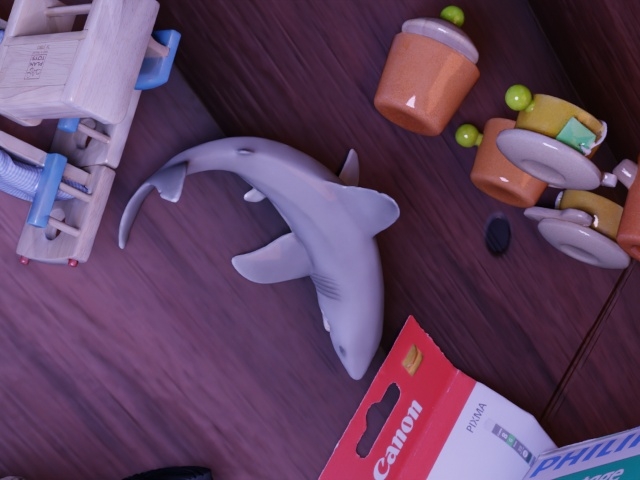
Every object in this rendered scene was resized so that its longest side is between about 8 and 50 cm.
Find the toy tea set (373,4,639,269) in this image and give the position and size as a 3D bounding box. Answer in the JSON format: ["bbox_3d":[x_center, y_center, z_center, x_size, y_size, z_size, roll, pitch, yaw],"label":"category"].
[{"bbox_3d":[0.203,-0.088,1.268,0.336,0.200,0.124,34,77,-35],"label":"toy tea set"}]

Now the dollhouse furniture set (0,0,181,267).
[{"bbox_3d":[-0.150,-0.062,0.920,0.129,0.184,0.129,27,73,-43],"label":"dollhouse furniture set"}]

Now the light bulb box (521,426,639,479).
[{"bbox_3d":[0.258,0.373,1.158,0.358,0.225,0.361,54,46,-10],"label":"light bulb box"}]

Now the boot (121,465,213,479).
[{"bbox_3d":[-0.121,0.211,1.060,0.121,0.045,0.099,-13,99,-37],"label":"boot"}]

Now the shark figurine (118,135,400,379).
[{"bbox_3d":[-0.009,-0.026,1.117,0.278,0.116,0.166,36,66,-42],"label":"shark figurine"}]

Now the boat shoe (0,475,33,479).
[{"bbox_3d":[-0.221,0.289,0.927,0.111,0.104,0.307,44,60,-47],"label":"boat shoe"}]

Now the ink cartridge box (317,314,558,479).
[{"bbox_3d":[0.108,0.198,1.285,0.224,0.056,0.181,51,58,-36],"label":"ink cartridge box"}]
